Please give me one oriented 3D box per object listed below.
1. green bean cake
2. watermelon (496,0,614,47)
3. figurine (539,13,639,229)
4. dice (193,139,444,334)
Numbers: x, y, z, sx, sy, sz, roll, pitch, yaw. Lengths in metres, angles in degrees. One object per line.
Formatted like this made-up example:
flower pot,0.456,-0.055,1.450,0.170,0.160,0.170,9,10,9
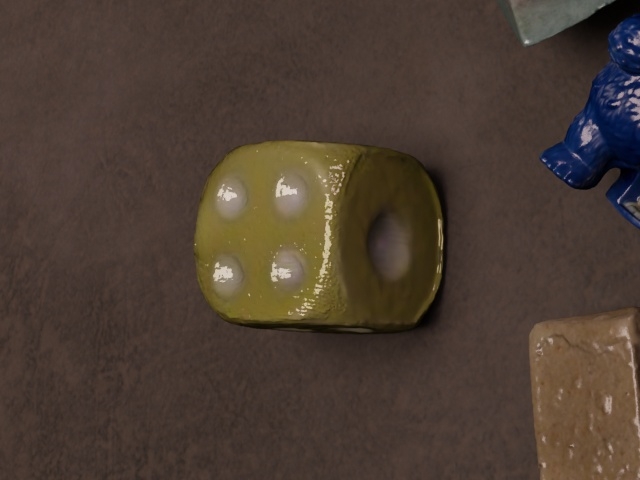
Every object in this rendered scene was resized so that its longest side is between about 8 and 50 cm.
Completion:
green bean cake,0.239,0.149,1.537,0.109,0.085,0.179,-16,73,40
watermelon,0.179,-0.361,1.541,0.228,0.258,0.387,-13,68,44
figurine,0.297,-0.130,1.500,0.262,0.164,0.121,-39,22,18
dice,0.000,0.000,1.709,0.169,0.169,0.166,-1,83,40
